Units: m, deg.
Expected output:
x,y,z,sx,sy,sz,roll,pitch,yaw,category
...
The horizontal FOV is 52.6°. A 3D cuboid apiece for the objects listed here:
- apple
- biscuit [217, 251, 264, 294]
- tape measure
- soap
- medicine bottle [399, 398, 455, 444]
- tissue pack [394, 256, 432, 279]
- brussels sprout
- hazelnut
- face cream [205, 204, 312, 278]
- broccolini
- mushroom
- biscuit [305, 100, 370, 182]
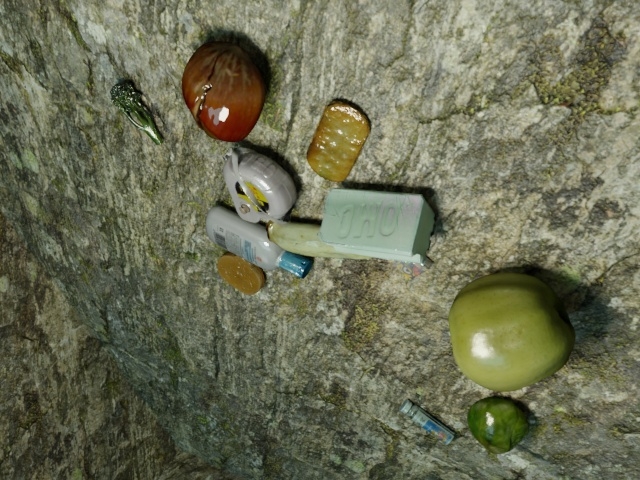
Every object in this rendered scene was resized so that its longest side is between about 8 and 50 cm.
x,y,z,sx,sy,sz,roll,pitch,yaw,category
0.418,0.198,1.449,0.279,0.279,0.279,23,142,19,apple
-0.251,0.094,2.087,0.171,0.050,0.170,19,133,21,biscuit
-0.154,-0.135,1.681,0.197,0.120,0.236,21,147,31,tape measure
0.129,-0.039,1.513,0.262,0.150,0.094,8,162,33,soap
0.351,0.596,2.130,0.191,0.051,0.051,36,145,4,medicine bottle
0.235,0.059,1.642,0.063,0.035,0.083,44,142,-8,tissue pack
0.502,0.522,1.847,0.162,0.143,0.180,-5,123,-2,brussels sprout
-0.223,-0.339,1.468,0.212,0.181,0.181,40,167,14,hazelnut
-0.182,0.014,1.907,0.337,0.080,0.163,25,147,17,face cream
-0.507,-0.354,1.806,0.091,0.068,0.202,-19,132,17,broccolini
0.001,0.001,1.735,0.334,0.087,0.107,11,160,25,mushroom
0.037,-0.225,1.500,0.119,0.029,0.247,29,144,0,biscuit
